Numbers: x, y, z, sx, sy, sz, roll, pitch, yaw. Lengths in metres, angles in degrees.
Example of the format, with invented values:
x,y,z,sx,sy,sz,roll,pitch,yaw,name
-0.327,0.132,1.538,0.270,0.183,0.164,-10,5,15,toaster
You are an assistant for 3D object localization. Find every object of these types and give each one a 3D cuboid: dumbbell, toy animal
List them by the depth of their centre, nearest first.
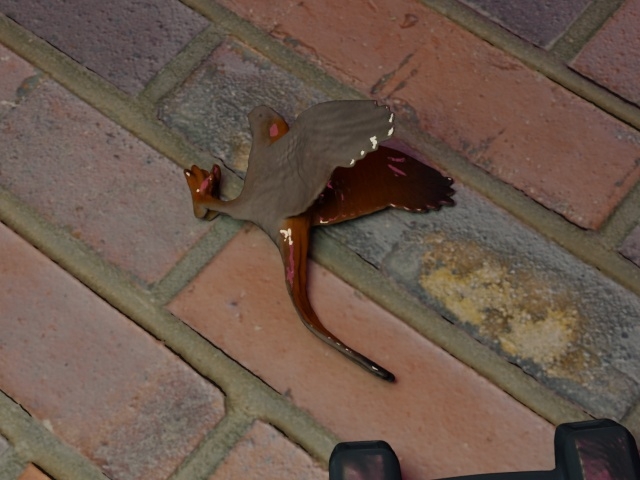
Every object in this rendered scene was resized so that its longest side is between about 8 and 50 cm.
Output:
x,y,z,sx,sy,sz,roll,pitch,yaw,name
0.166,0.263,1.443,0.316,0.143,0.156,-6,59,0,dumbbell
-0.021,-0.007,1.653,0.302,0.225,0.284,11,81,24,toy animal
